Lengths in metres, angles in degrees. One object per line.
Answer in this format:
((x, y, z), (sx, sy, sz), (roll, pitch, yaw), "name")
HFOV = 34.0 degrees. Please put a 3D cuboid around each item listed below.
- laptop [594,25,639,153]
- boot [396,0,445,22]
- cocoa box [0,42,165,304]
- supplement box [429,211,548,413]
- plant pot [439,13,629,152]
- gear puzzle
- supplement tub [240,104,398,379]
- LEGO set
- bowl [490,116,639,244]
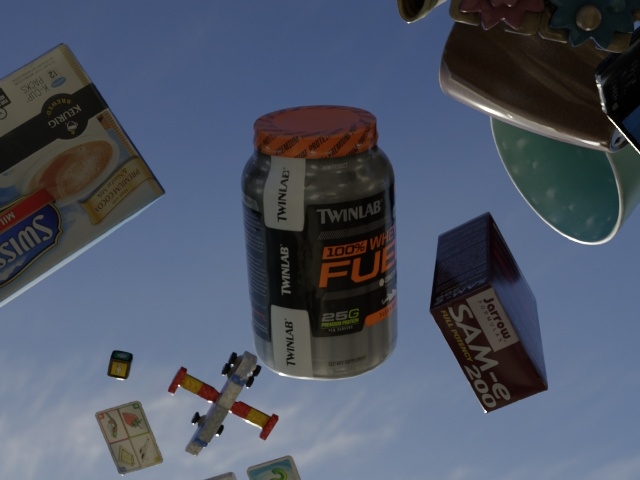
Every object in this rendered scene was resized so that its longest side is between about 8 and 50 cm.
((0.414, -0.177, 1.055), (0.234, 0.136, 0.264), (-44, -16, 8), "laptop")
((0.172, -0.397, 1.355), (0.165, 0.077, 0.213), (-31, -36, -35), "boot")
((-0.415, -0.046, 1.324), (0.347, 0.228, 0.231), (-36, 8, -20), "cocoa box")
((0.182, 0.070, 1.135), (0.073, 0.239, 0.130), (-27, -78, 16), "supplement box")
((0.309, -0.218, 1.331), (0.215, 0.230, 0.215), (-38, -29, -26), "plant pot")
((0.224, -0.334, 0.865), (0.175, 0.044, 0.339), (12, -83, 2), "gear puzzle")
((0.000, 0.000, 1.320), (0.193, 0.193, 0.316), (-8, -68, -11), "supplement tub")
((-0.126, 0.212, 1.052), (0.182, 0.060, 0.244), (-17, -72, 3), "LEGO set")
((0.436, -0.167, 1.701), (0.163, 0.311, 0.312), (-32, -38, -16), "bowl")
